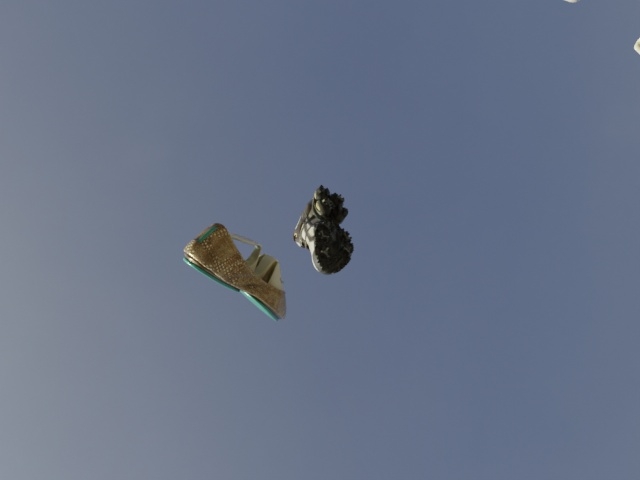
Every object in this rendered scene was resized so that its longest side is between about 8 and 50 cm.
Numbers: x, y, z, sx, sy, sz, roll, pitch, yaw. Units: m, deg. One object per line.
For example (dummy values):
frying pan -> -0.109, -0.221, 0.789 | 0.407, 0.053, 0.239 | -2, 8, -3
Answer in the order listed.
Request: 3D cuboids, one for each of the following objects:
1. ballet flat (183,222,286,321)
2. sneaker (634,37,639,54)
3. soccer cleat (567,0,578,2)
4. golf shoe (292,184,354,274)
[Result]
ballet flat -> -0.084, 0.040, 0.835 | 0.067, 0.073, 0.206 | -54, -33, -5
sneaker -> 0.549, -0.273, 1.063 | 0.081, 0.211, 0.080 | 23, -64, -3
soccer cleat -> 0.288, -0.491, 0.969 | 0.116, 0.143, 0.330 | -34, -71, -63
golf shoe -> 0.000, 0.000, 1.126 | 0.077, 0.094, 0.198 | 33, -147, -21
